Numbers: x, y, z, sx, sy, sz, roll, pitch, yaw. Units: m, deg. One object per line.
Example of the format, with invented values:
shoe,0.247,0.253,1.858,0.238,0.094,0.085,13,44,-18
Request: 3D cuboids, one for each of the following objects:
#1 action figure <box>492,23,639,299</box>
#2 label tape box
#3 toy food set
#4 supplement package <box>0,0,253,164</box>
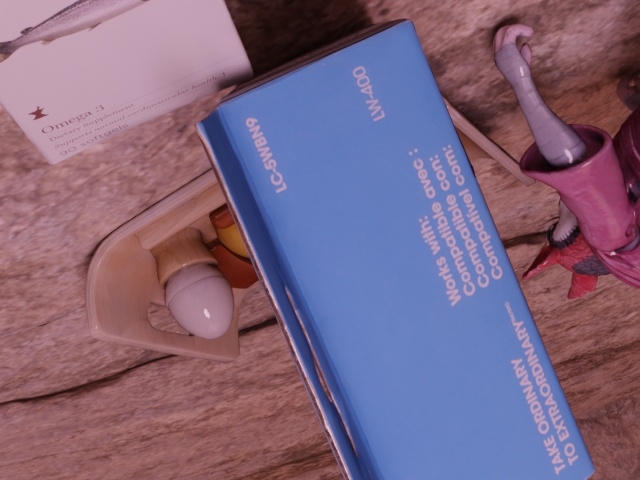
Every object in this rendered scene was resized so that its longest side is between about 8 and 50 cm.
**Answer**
action figure,0.274,-0.071,0.860,0.248,0.276,0.370,-14,144,-41
label tape box,0.040,0.018,0.644,0.106,0.241,0.334,-23,-171,2
toy food set,0.000,0.000,0.952,0.306,0.092,0.219,-30,159,17
supplement package,-0.106,-0.125,0.508,0.105,0.105,0.179,-23,159,0
